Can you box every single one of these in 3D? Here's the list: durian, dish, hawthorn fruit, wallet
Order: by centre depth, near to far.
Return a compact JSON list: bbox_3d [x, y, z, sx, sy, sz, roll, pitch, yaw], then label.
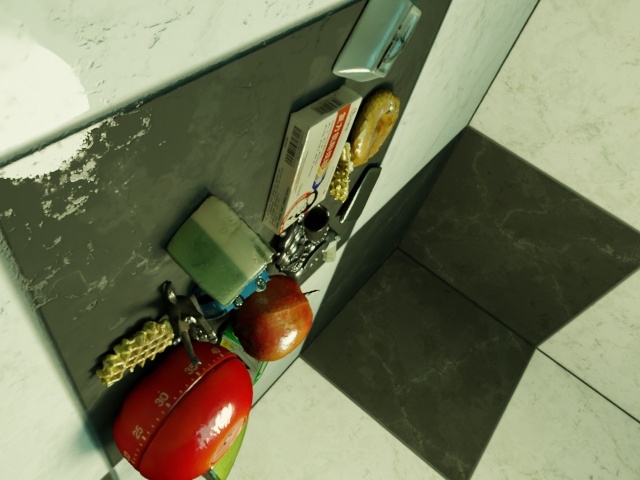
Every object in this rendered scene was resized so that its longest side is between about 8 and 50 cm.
[{"bbox_3d":[0.144,-0.456,1.089,0.243,0.080,0.182,-58,166,23],"label":"dish"},{"bbox_3d":[0.047,-0.201,1.389,0.224,0.079,0.140,86,15,-55],"label":"durian"},{"bbox_3d":[-0.120,0.215,1.479,0.301,0.254,0.254,-25,155,-24],"label":"hawthorn fruit"},{"bbox_3d":[0.153,-0.176,1.881,0.245,0.052,0.169,-63,164,19],"label":"wallet"}]

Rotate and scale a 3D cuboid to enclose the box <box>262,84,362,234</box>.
[{"bbox_3d":[-0.027,-0.192,1.220,0.214,0.069,0.353,-41,164,-40],"label":"box"}]

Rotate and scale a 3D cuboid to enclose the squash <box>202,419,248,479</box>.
[{"bbox_3d":[-0.355,0.623,1.687,0.309,0.310,0.310,-46,165,-33],"label":"squash"}]

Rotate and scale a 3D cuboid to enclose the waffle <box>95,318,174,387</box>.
[{"bbox_3d":[-0.409,0.249,1.102,0.192,0.046,0.160,-46,164,-24],"label":"waffle"}]

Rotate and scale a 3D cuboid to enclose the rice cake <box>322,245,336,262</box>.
[{"bbox_3d":[0.035,0.036,2.012,0.057,0.052,0.256,-21,161,-6],"label":"rice cake"}]

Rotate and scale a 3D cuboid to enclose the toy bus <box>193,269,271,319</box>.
[{"bbox_3d":[-0.225,0.114,1.234,0.090,0.106,0.185,-18,-167,41],"label":"toy bus"}]

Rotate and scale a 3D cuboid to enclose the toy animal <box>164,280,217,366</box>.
[{"bbox_3d":[-0.309,0.191,1.120,0.085,0.148,0.232,-37,150,-16],"label":"toy animal"}]

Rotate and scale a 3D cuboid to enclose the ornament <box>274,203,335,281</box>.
[{"bbox_3d":[-0.063,-0.013,1.499,0.251,0.106,0.260,-52,161,-11],"label":"ornament"}]

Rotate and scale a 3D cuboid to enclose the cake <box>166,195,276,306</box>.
[{"bbox_3d":[-0.227,-0.002,1.068,0.158,0.172,0.283,-46,-161,-2],"label":"cake"}]

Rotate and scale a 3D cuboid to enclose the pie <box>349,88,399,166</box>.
[{"bbox_3d":[0.155,-0.330,1.458,0.273,0.069,0.273,-53,169,-16],"label":"pie"}]

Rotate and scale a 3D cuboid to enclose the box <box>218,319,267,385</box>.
[{"bbox_3d":[-0.252,0.368,1.638,0.103,0.180,0.250,-56,173,-40],"label":"box"}]

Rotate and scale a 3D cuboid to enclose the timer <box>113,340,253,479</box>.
[{"bbox_3d":[-0.355,0.463,1.333,0.378,0.279,0.378,-50,164,-20],"label":"timer"}]

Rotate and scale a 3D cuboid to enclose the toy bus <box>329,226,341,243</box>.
[{"bbox_3d":[0.000,0.000,1.743,0.089,0.087,0.194,-51,168,21],"label":"toy bus"}]
